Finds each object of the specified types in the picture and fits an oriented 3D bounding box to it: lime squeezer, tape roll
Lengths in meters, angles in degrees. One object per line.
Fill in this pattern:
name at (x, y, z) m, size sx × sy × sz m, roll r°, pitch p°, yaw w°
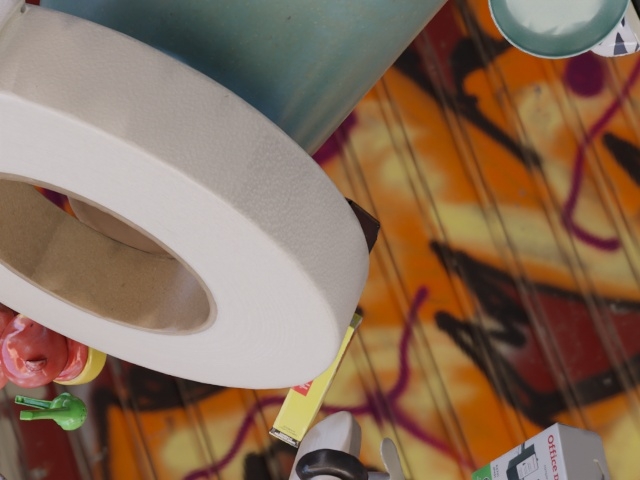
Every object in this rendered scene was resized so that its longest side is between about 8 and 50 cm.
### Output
lime squeezer at (-0.449, 0.288, 1.822) m, size 0.310 × 0.110 × 0.058 m, roll 171°, pitch 90°, yaw -72°
tape roll at (-0.156, -0.014, 0.783) m, size 0.392 × 0.392 × 0.072 m, roll 74°, pitch -146°, yaw -58°

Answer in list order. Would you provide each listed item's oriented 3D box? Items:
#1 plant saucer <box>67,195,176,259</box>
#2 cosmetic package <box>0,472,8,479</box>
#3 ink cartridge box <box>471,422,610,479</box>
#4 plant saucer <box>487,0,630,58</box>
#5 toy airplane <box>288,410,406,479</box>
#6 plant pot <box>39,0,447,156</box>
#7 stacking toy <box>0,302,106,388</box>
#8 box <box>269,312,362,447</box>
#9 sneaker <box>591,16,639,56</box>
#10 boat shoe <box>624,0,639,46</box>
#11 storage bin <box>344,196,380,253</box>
plant saucer at (-0.309, -0.050, 1.837) m, size 0.278 × 0.278 × 0.041 m, roll 73°, pitch -150°, yaw -50°
cosmetic package at (-0.366, 0.341, 1.165) m, size 0.151 × 0.151 × 0.184 m, roll 54°, pitch 159°, yaw -17°
ink cartridge box at (0.329, 0.384, 1.623) m, size 0.208 × 0.087 × 0.153 m, roll -45°, pitch 37°, yaw 42°
plant saucer at (0.197, -0.211, 0.901) m, size 0.021 × 0.119 × 0.119 m, roll -89°, pitch -18°, yaw -64°
toy airplane at (-0.010, 0.362, 0.961) m, size 0.272 × 0.386 × 0.384 m, roll 34°, pitch 175°, yaw -20°
plant pot at (-0.028, -0.248, 0.781) m, size 0.334 × 0.341 × 0.341 m, roll -52°, pitch 45°, yaw 37°
stacking toy at (-0.477, 0.095, 1.529) m, size 0.130 × 0.309 × 0.279 m, roll -16°, pitch -89°, yaw -61°
box at (-0.007, 0.225, 1.821) m, size 0.058 × 0.232 × 0.087 m, roll 27°, pitch -165°, yaw 7°
sneaker at (0.496, -0.375, 1.735) m, size 0.235 × 0.094 × 0.153 m, roll 31°, pitch 153°, yaw 58°
boat shoe at (0.396, -0.153, 1.013) m, size 0.127 × 0.113 × 0.340 m, roll -28°, pitch -94°, yaw -54°
storage bin at (0.000, 0.000, 1.432) m, size 0.084 × 0.122 × 0.180 m, roll 26°, pitch 178°, yaw 20°
